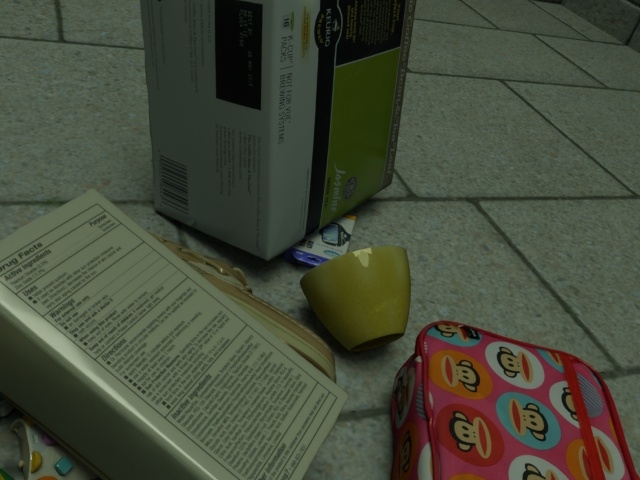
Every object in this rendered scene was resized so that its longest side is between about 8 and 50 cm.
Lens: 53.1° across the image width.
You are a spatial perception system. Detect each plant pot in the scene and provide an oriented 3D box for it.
[{"bbox_3d":[0.052,0.076,0.757,0.134,0.134,0.095,-6,69,-28],"label":"plant pot"}]

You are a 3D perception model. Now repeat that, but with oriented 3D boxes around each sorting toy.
[{"bbox_3d":[-0.226,0.185,0.568,0.075,0.045,0.083,12,31,-41],"label":"sorting toy"}]

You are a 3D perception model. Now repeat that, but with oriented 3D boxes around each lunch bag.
[{"bbox_3d":[0.199,0.228,0.614,0.258,0.120,0.293,17,37,-6],"label":"lunch bag"}]

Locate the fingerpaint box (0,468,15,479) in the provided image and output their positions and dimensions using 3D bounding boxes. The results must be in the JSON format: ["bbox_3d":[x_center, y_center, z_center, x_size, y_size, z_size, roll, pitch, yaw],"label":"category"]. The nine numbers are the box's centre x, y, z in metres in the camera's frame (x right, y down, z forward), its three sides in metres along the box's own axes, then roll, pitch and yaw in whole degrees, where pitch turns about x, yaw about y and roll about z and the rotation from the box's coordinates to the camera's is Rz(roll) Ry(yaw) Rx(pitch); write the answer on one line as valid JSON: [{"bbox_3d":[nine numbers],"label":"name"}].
[{"bbox_3d":[-0.281,0.161,0.204,0.371,0.163,0.445,33,-5,7],"label":"fingerpaint box"}]

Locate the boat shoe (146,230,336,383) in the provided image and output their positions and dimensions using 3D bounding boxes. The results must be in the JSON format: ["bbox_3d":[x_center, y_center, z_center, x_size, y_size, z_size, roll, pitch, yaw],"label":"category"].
[{"bbox_3d":[-0.124,0.064,0.691,0.341,0.122,0.110,26,38,14],"label":"boat shoe"}]

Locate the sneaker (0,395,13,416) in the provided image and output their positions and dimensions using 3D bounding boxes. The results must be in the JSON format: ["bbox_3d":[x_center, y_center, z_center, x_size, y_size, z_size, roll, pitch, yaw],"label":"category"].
[{"bbox_3d":[-0.285,0.095,0.624,0.065,0.076,0.166,18,36,2],"label":"sneaker"}]

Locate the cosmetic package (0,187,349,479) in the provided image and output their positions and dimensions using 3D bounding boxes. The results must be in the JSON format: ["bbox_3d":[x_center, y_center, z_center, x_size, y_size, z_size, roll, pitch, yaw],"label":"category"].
[{"bbox_3d":[-0.147,0.114,0.558,0.309,0.113,0.160,38,38,4],"label":"cosmetic package"}]

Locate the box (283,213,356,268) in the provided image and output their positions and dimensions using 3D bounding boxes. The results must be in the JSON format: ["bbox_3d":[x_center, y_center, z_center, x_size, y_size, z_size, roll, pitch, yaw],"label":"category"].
[{"bbox_3d":[0.000,0.000,0.906,0.081,0.028,0.136,17,38,2],"label":"box"}]

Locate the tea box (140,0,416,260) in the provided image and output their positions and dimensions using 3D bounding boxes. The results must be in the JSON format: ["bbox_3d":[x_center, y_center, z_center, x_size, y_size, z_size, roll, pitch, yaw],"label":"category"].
[{"bbox_3d":[-0.047,-0.206,0.877,0.220,0.329,0.323,23,33,29],"label":"tea box"}]
